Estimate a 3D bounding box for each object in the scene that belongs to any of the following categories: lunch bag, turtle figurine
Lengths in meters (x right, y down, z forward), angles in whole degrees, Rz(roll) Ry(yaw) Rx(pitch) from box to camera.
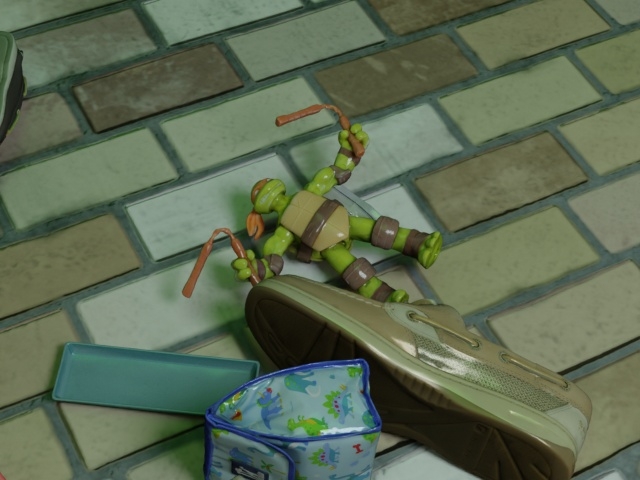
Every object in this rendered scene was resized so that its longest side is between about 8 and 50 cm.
[{"bbox_3d":[-0.029,0.178,1.090,0.151,0.128,0.096,-4,51,-9],"label":"lunch bag"},{"bbox_3d":[0.000,0.000,1.264,0.217,0.087,0.269,31,65,14],"label":"turtle figurine"}]

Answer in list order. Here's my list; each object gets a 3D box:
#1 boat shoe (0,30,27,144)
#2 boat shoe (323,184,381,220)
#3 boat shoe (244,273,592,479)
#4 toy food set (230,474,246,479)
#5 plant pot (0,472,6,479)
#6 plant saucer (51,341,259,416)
[{"bbox_3d":[-0.372,-0.133,1.351,0.081,0.068,0.227,-1,50,10],"label":"boat shoe"},{"bbox_3d":[0.034,-0.030,1.327,0.100,0.035,0.035,39,86,19],"label":"boat shoe"},{"bbox_3d":[0.091,0.118,1.163,0.341,0.121,0.110,29,50,5],"label":"boat shoe"},{"bbox_3d":[-0.129,0.326,0.900,0.306,0.092,0.220,-26,51,-25],"label":"toy food set"},{"bbox_3d":[-0.369,0.233,0.954,0.243,0.275,0.275,-40,63,-18],"label":"plant pot"},{"bbox_3d":[-0.157,0.138,1.184,0.192,0.018,0.067,6,51,0],"label":"plant saucer"}]
